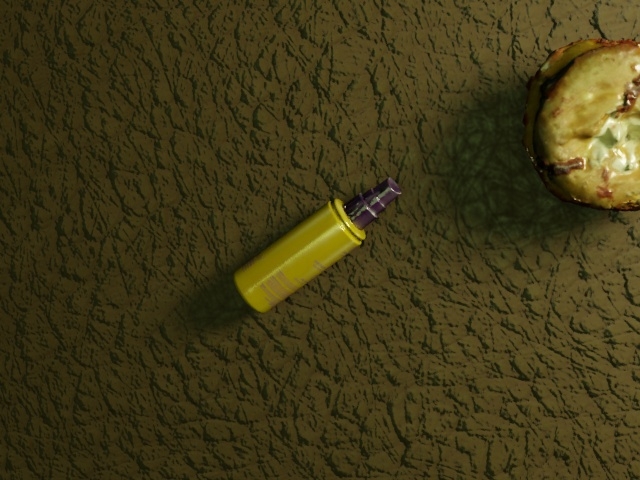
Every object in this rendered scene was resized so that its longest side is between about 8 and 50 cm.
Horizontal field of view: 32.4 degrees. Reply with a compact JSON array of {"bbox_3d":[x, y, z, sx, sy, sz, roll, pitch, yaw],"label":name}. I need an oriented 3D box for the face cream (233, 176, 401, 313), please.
[{"bbox_3d":[0.000,0.000,1.588,0.273,0.078,0.078,-36,85,14],"label":"face cream"}]

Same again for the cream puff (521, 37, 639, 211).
[{"bbox_3d":[0.381,-0.154,1.440,0.240,0.164,0.240,2,108,7],"label":"cream puff"}]
